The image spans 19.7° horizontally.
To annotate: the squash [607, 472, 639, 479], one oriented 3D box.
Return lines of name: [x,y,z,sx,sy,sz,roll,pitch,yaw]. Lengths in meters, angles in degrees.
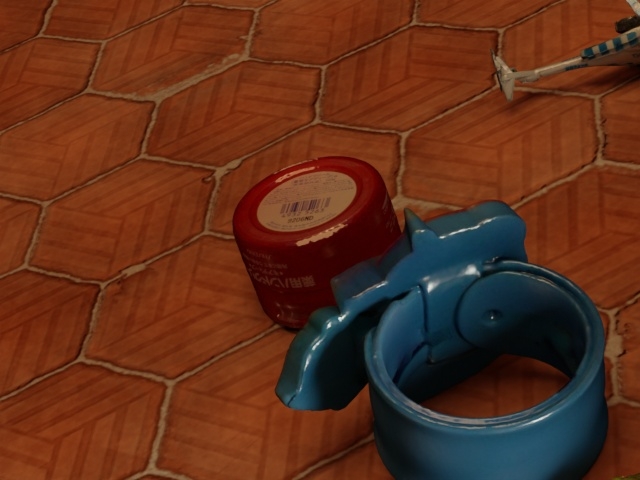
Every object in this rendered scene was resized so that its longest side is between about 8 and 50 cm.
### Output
squash: [0.299,0.244,1.688,0.200,0.075,0.090,-30,9,-17]

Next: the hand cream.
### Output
hand cream: [0.000,0.000,2.152,0.193,0.125,0.193,-15,31,9]

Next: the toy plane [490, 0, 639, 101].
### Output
toy plane: [0.369,-0.228,2.340,0.273,0.107,0.182,-34,75,12]

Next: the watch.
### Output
watch: [0.124,0.135,1.819,0.305,0.241,0.274,-24,46,-12]
